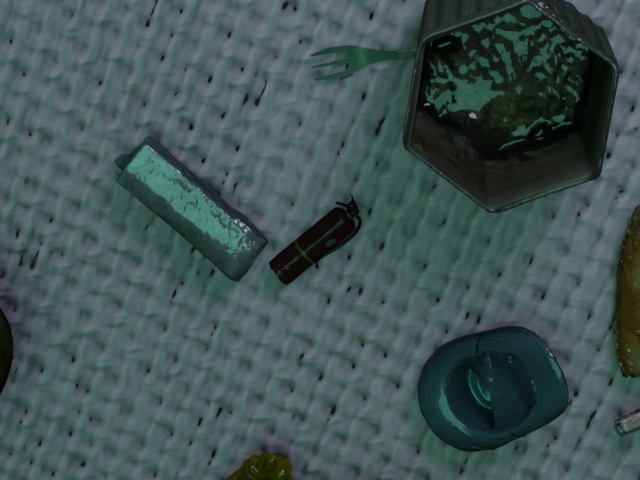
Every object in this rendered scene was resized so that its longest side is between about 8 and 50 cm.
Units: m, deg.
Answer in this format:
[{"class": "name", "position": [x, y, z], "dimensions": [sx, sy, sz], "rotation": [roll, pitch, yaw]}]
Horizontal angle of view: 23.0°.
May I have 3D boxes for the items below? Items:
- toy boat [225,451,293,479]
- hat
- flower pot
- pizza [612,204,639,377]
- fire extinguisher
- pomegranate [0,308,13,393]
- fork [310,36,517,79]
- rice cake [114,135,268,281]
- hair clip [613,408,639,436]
[{"class": "toy boat", "position": [-0.101, 0.392, 1.923], "dimensions": [0.141, 0.099, 0.318], "rotation": [20, 102, -1]}, {"class": "hat", "position": [0.210, 0.170, 1.846], "dimensions": [0.191, 0.078, 0.138], "rotation": [-21, 91, 30]}, {"class": "flower pot", "position": [0.203, -0.166, 1.698], "dimensions": [0.239, 0.189, 0.209], "rotation": [36, 109, -7]}, {"class": "pizza", "position": [0.423, 0.078, 1.800], "dimensions": [0.188, 0.080, 0.204], "rotation": [24, 116, 25]}, {"class": "fire extinguisher", "position": [0.000, 0.000, 1.850], "dimensions": [0.132, 0.039, 0.056], "rotation": [-39, 128, 13]}, {"class": "pomegranate", "position": [-0.514, 0.109, 1.827], "dimensions": [0.290, 0.291, 0.323], "rotation": [-25, 90, 12]}, {"class": "fork", "position": [0.106, -0.213, 1.799], "dimensions": [0.235, 0.021, 0.039], "rotation": [-6, 114, 6]}, {"class": "rice cake", "position": [-0.152, -0.041, 1.847], "dimensions": [0.206, 0.063, 0.069], "rotation": [43, 102, -4]}, {"class": "hair clip", "position": [0.442, 0.181, 1.831], "dimensions": [0.213, 0.056, 0.062], "rotation": [-23, 82, 3]}]
